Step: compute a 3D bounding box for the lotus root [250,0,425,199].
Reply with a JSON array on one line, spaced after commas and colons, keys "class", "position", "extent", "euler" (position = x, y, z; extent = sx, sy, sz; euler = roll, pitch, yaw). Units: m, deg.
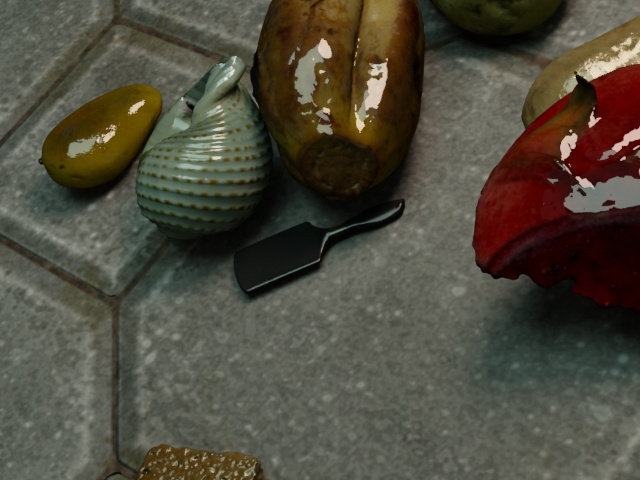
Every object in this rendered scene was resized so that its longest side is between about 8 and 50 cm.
[{"class": "lotus root", "position": [0.018, -0.175, 1.521], "extent": [0.193, 0.193, 0.291], "euler": [-8, 51, 19]}]

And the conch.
[{"class": "conch", "position": [-0.112, -0.087, 1.542], "extent": [0.200, 0.131, 0.172], "euler": [-51, 13, 4]}]

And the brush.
[{"class": "brush", "position": [0.000, 0.000, 1.503], "extent": [0.193, 0.016, 0.063], "euler": [-24, 48, 6]}]

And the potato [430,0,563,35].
[{"class": "potato", "position": [0.182, -0.336, 1.603], "extent": [0.197, 0.148, 0.228], "euler": [-17, 50, 31]}]

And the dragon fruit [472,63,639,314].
[{"class": "dragon fruit", "position": [0.318, -0.062, 1.269], "extent": [0.343, 0.100, 0.282], "euler": [11, 65, 10]}]

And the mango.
[{"class": "mango", "position": [-0.250, -0.123, 1.676], "extent": [0.161, 0.076, 0.103], "euler": [-42, 44, -15]}]

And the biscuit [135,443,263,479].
[{"class": "biscuit", "position": [-0.139, 0.296, 1.325], "extent": [0.131, 0.025, 0.231], "euler": [4, 55, 26]}]

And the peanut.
[{"class": "peanut", "position": [0.321, -0.150, 1.409], "extent": [0.253, 0.122, 0.137], "euler": [-29, 85, -1]}]
